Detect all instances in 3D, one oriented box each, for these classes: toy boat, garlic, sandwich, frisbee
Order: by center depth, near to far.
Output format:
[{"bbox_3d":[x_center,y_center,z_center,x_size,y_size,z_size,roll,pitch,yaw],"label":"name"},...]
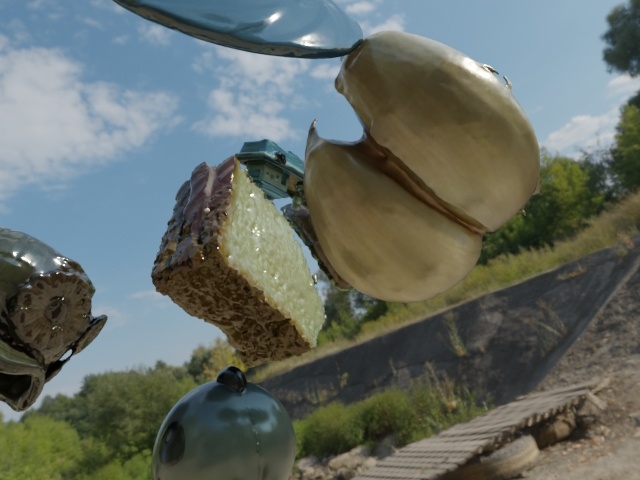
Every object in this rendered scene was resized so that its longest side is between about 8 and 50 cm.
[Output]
[{"bbox_3d":[-0.088,-0.271,0.522,0.289,0.290,0.049,-8,-46,-33],"label":"frisbee"},{"bbox_3d":[0.124,-0.079,0.620,0.286,0.250,0.313,-30,-48,26],"label":"garlic"},{"bbox_3d":[-0.116,0.054,0.827,0.131,0.262,0.325,-26,-53,16],"label":"sandwich"},{"bbox_3d":[-0.067,-0.108,0.971,0.109,0.098,0.237,3,-12,34],"label":"toy boat"},{"bbox_3d":[0.000,-0.009,1.134,0.108,0.293,0.099,-27,-27,-30],"label":"toy boat"}]

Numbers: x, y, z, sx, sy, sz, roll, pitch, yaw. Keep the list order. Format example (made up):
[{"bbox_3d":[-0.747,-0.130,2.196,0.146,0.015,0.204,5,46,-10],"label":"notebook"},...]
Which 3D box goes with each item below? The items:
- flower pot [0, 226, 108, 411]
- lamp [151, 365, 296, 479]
[{"bbox_3d":[-0.512,0.126,0.793,0.301,0.213,0.302,7,-42,6],"label":"flower pot"},{"bbox_3d":[-0.111,0.293,0.610,0.197,0.244,0.198,-14,-42,-13],"label":"lamp"}]
